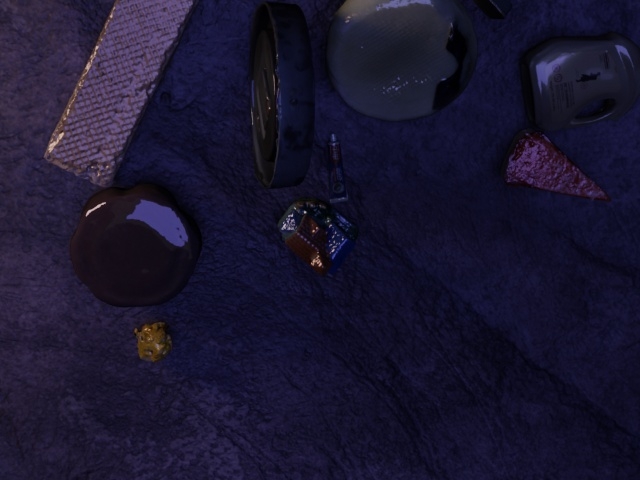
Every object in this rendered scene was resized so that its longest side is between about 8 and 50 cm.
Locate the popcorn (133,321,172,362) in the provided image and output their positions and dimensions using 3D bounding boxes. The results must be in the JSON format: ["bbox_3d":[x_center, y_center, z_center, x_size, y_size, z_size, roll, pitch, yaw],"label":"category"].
[{"bbox_3d":[-0.322,0.193,2.016,0.084,0.084,0.084,-2,106,-5],"label":"popcorn"}]

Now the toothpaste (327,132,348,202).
[{"bbox_3d":[0.030,-0.139,1.973,0.037,0.021,0.140,-7,109,-2],"label":"toothpaste"}]

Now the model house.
[{"bbox_3d":[0.000,0.000,1.944,0.148,0.148,0.119,39,98,-17],"label":"model house"}]

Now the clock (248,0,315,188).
[{"bbox_3d":[-0.073,-0.250,1.775,0.067,0.325,0.325,-2,107,-12],"label":"clock"}]

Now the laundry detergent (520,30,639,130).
[{"bbox_3d":[0.513,-0.306,1.936,0.253,0.091,0.181,-12,109,-2],"label":"laundry detergent"}]

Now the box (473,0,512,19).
[{"bbox_3d":[0.293,-0.458,1.871,0.126,0.091,0.031,43,91,-14],"label":"box"}]

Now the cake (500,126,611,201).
[{"bbox_3d":[0.461,-0.151,1.978,0.220,0.086,0.116,9,107,-7],"label":"cake"}]

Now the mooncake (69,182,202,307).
[{"bbox_3d":[-0.344,0.007,1.918,0.245,0.133,0.245,-2,107,-6],"label":"mooncake"}]

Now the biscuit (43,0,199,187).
[{"bbox_3d":[-0.352,-0.305,1.855,0.144,0.078,0.426,26,103,-13],"label":"biscuit"}]

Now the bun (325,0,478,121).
[{"bbox_3d":[0.144,-0.358,1.847,0.283,0.179,0.283,2,128,3],"label":"bun"}]
